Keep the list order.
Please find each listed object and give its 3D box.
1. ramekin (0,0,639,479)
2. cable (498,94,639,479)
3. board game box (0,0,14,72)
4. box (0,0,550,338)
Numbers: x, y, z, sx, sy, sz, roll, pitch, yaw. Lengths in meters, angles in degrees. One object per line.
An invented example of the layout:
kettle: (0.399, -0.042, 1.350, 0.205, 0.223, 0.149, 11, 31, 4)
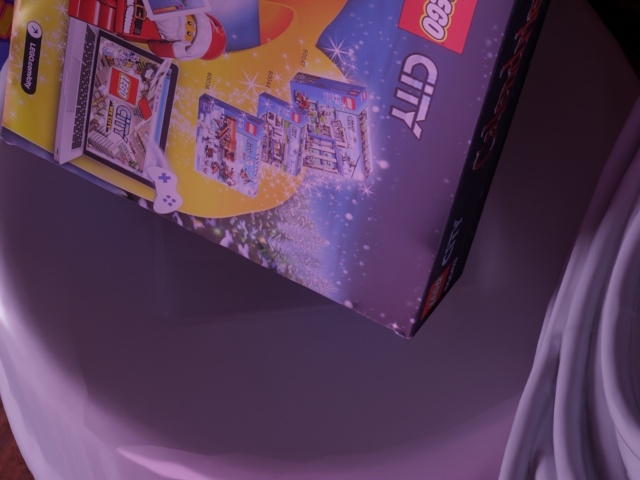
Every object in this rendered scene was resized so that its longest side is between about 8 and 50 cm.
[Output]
ramekin: (0.000, 0.000, 0.670, 0.277, 0.277, 0.135, 25, 159, 15)
cable: (0.147, 0.013, 0.444, 0.089, 0.257, 0.257, 28, 142, -16)
board game box: (-0.232, -0.137, 1.030, 0.347, 0.078, 0.233, 34, 166, -17)
box: (-0.008, -0.099, 0.520, 0.159, 0.044, 0.233, 26, 129, 14)
